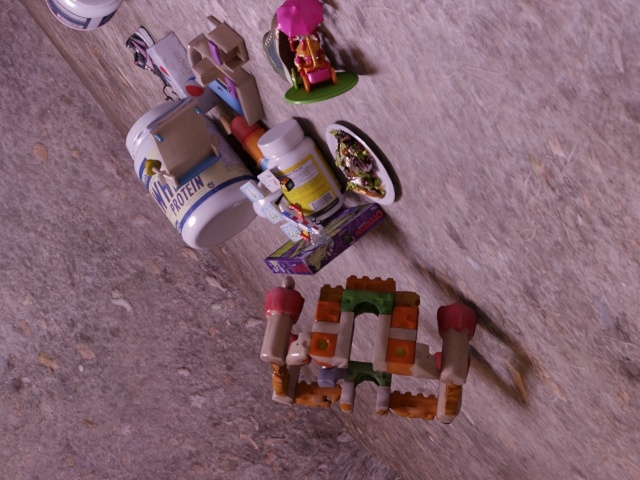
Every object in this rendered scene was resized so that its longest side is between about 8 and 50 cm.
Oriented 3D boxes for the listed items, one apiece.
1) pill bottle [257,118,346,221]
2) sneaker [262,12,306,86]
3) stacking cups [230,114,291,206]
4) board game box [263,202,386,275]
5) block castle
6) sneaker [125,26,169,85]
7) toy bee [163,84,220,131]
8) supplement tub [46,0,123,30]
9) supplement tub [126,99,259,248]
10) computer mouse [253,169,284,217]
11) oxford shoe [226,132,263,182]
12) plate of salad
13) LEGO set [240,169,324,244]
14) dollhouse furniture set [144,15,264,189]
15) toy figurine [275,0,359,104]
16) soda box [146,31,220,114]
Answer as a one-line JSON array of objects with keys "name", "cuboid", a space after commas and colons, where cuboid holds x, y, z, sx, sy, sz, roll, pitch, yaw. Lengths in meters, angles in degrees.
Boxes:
[{"name": "pill bottle", "cuboid": [-0.041, -0.152, 1.735, 0.209, 0.119, 0.119, 57, 164, -24]}, {"name": "sneaker", "cuboid": [-0.075, -0.356, 1.435, 0.086, 0.064, 0.192, 38, 165, 23]}, {"name": "stacking cups", "cuboid": [-0.096, -0.183, 1.914, 0.316, 0.096, 0.096, 52, 166, 14]}, {"name": "board game box", "cuboid": [0.000, 0.000, 1.811, 0.056, 0.208, 0.347, 50, 166, -10]}, {"name": "block castle", "cuboid": [0.103, 0.230, 1.731, 0.452, 0.213, 0.303, 5, 147, 9]}, {"name": "sneaker", "cuboid": [-0.491, -0.511, 2.260, 0.178, 0.077, 0.072, 57, 165, -25]}, {"name": "toy bee", "cuboid": [-0.360, -0.279, 2.282, 0.195, 0.162, 0.298, -11, -119, -55]}, {"name": "supplement tub", "cuboid": [-0.589, -0.644, 1.998, 0.191, 0.191, 0.272, 55, 165, -16]}, {"name": "supplement tub", "cuboid": [-0.317, -0.167, 1.990, 0.325, 0.235, 0.235, 52, 166, 16]}, {"name": "computer mouse", "cuboid": [-0.104, -0.136, 1.847, 0.106, 0.193, 0.042, 37, -161, 20]}, {"name": "oxford shoe", "cuboid": [-0.195, -0.214, 2.084, 0.227, 0.096, 0.083, 39, 164, 41]}, {"name": "plate of salad", "cuboid": [0.070, -0.143, 1.567, 0.200, 0.048, 0.200, 47, 165, 16]}, {"name": "LEGO set", "cuboid": [-0.087, -0.064, 1.734, 0.182, 0.060, 0.244, 47, 158, -10]}, {"name": "dollhouse furniture set", "cuboid": [-0.320, -0.318, 1.783, 0.198, 0.303, 0.286, 42, 163, 26]}, {"name": "toy figurine", "cuboid": [-0.020, -0.331, 1.317, 0.173, 0.130, 0.159, -105, -1, -63]}, {"name": "soda box", "cuboid": [-0.356, -0.428, 2.071, 0.216, 0.074, 0.069, 56, 164, -18]}]
